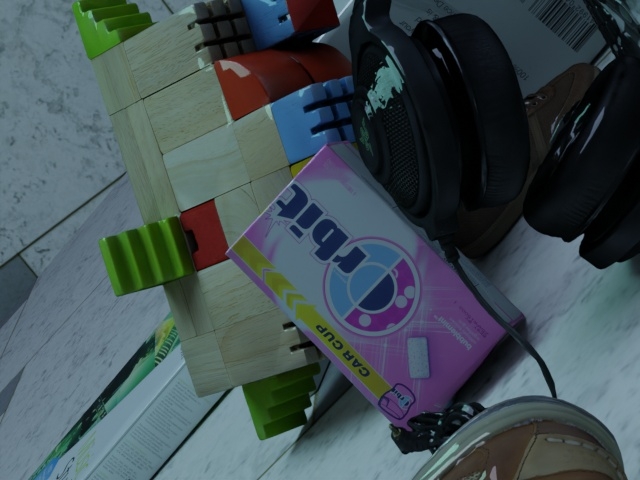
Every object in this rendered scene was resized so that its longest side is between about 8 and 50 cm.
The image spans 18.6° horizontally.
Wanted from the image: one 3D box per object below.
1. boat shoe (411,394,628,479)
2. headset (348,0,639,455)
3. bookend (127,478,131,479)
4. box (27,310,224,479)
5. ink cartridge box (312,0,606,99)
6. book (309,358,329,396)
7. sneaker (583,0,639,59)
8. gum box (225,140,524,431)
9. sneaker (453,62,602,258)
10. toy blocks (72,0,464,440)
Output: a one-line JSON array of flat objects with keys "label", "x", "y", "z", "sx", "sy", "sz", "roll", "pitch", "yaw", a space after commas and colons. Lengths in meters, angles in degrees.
[{"label": "boat shoe", "x": 0.034, "y": 0.217, "z": 0.997, "sx": 0.324, "sy": 0.123, "sz": 0.116, "roll": -50, "pitch": 14, "yaw": 9}, {"label": "headset", "x": 0.124, "y": -0.054, "z": 1.246, "sx": 0.185, "sy": 0.243, "sz": 0.394, "roll": 133, "pitch": 148, "yaw": -74}, {"label": "bookend", "x": -0.198, "y": 0.254, "z": 1.604, "sx": 0.157, "sy": 0.156, "sz": 0.072, "roll": -48, "pitch": 12, "yaw": 6}, {"label": "box", "x": -0.210, "y": 0.207, "z": 2.009, "sx": 0.322, "sy": 0.058, "sz": 0.232, "roll": -48, "pitch": 13, "yaw": 7}, {"label": "ink cartridge box", "x": 0.119, "y": -0.190, "z": 1.648, "sx": 0.273, "sy": 0.197, "sz": 0.114, "roll": -50, "pitch": 19, "yaw": 7}, {"label": "book", "x": -0.027, "y": 0.062, "z": 1.697, "sx": 0.035, "sy": 0.096, "sz": 0.144, "roll": -41, "pitch": 16, "yaw": 37}, {"label": "sneaker", "x": 0.268, "y": -0.195, "z": 1.446, "sx": 0.121, "sy": 0.111, "sz": 0.300, "roll": -32, "pitch": 12, "yaw": -3}, {"label": "gum box", "x": 0.042, "y": 0.034, "z": 1.350, "sx": 0.107, "sy": 0.188, "sz": 0.062, "roll": -47, "pitch": -8, "yaw": 15}, {"label": "sneaker", "x": 0.151, "y": -0.077, "z": 1.531, "sx": 0.188, "sy": 0.071, "sz": 0.066, "roll": -54, "pitch": 13, "yaw": -14}, {"label": "toy blocks", "x": -0.026, "y": -0.050, "z": 1.496, "sx": 0.191, "sy": 0.381, "sz": 0.261, "roll": -16, "pitch": -4, "yaw": -42}]
